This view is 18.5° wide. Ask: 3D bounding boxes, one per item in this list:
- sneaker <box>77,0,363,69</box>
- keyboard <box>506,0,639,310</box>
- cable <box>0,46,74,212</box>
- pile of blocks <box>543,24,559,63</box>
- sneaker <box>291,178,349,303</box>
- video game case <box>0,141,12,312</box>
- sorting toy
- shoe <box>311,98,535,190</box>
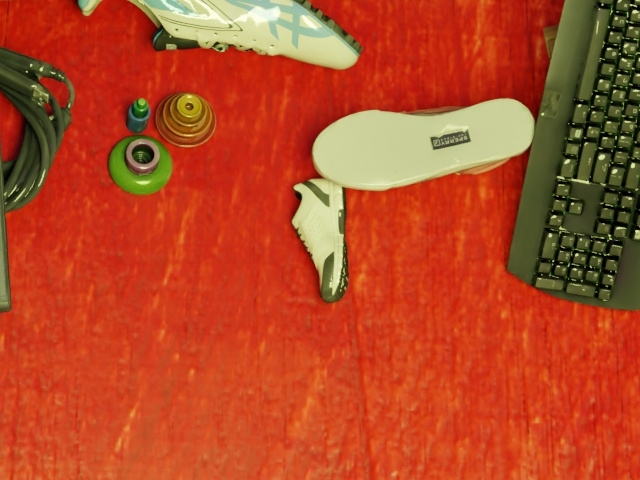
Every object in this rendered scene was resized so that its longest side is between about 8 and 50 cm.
[{"bbox_3d":[-0.083,-0.180,1.588,0.237,0.085,0.086,20,92,-6],"label":"sneaker"},{"bbox_3d":[0.270,-0.092,1.526,0.202,0.033,0.317,7,112,-7],"label":"keyboard"},{"bbox_3d":[-0.291,-0.091,1.528,0.185,0.047,0.150,19,74,2],"label":"cable"},{"bbox_3d":[0.350,-0.160,1.628,0.362,0.112,0.149,-26,36,-15],"label":"pile of blocks"},{"bbox_3d":[0.000,0.000,1.550,0.044,0.040,0.109,-4,64,3],"label":"sneaker"},{"bbox_3d":[-0.340,-0.071,1.483,0.196,0.026,0.274,-5,75,-5],"label":"video game case"},{"bbox_3d":[-0.127,-0.086,1.554,0.061,0.042,0.102,40,67,7],"label":"sorting toy"},{"bbox_3d":[0.079,-0.072,1.569,0.178,0.081,0.063,-10,84,-5],"label":"shoe"}]
